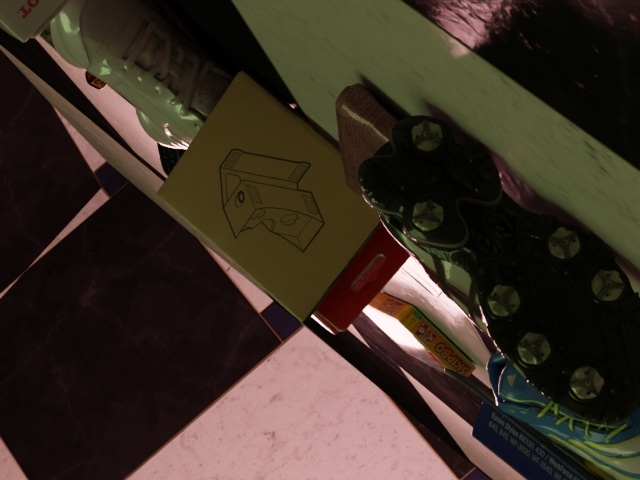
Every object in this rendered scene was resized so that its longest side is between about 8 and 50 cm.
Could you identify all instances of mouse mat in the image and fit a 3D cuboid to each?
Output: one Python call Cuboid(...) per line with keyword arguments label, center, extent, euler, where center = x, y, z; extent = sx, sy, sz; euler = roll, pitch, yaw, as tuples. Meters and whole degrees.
Cuboid(label="mouse mat", center=(0.080, 0.005, 2.094), extent=(0.152, 0.007, 0.189), euler=(41, 173, 4))

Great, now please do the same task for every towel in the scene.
Cuboid(label="towel", center=(0.148, 0.009, 1.545), extent=(0.329, 0.037, 0.237), euler=(39, 172, 11))

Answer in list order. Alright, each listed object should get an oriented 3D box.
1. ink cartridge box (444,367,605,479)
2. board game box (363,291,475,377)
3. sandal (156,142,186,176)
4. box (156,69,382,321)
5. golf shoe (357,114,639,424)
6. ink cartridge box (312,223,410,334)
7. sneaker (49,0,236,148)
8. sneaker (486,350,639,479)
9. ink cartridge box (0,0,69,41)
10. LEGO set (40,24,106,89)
Cuboid(label="ink cartridge box", center=(0.290, 0.251, 1.811), extent=(0.307, 0.072, 0.303), euler=(19, -167, -42))
Cuboid(label="board game box", center=(0.119, 0.121, 2.570), extent=(0.124, 0.039, 0.259), euler=(44, 177, -15))
Cuboid(label="sandal", center=(-0.183, -0.149, 2.367), extent=(0.067, 0.040, 0.179), euler=(36, 148, 33))
Cuboid(label="box", center=(-0.045, -0.042, 1.852), extent=(0.201, 0.164, 0.021), euler=(41, -157, 10))
Cuboid(label="golf shoe", center=(0.141, 0.025, 1.373), extent=(0.273, 0.105, 0.120), euler=(49, 173, 19))
Cuboid(label="ink cartridge box", center=(0.000, 0.000, 1.948), extent=(0.231, 0.134, 0.078), euler=(38, 174, 34))
Cuboid(label="sneaker", center=(-0.152, -0.181, 1.898), extent=(0.152, 0.114, 0.305), euler=(20, 167, 36))
Cuboid(label="sneaker", center=(0.226, 0.159, 1.668), extent=(0.126, 0.091, 0.240), euler=(13, -169, -30))
Cuboid(label="ink cartridge box", center=(-0.280, -0.290, 1.593), extent=(0.203, 0.148, 0.086), euler=(46, 172, -29))
Cuboid(label="LEGO set", center=(-0.336, -0.273, 2.203), extent=(0.244, 0.060, 0.182), euler=(42, -155, -12))
